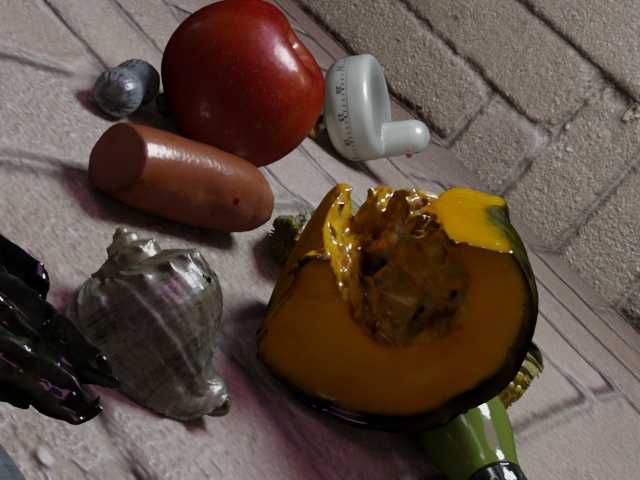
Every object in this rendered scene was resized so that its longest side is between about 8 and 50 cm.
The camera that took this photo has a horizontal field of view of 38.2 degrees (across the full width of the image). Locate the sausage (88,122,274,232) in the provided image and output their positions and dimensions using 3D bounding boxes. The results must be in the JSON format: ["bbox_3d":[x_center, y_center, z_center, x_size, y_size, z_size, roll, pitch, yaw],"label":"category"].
[{"bbox_3d":[-0.162,-0.072,1.162,0.259,0.113,0.113,16,30,-51],"label":"sausage"}]

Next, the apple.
[{"bbox_3d":[-0.119,-0.245,1.431,0.260,0.217,0.260,50,21,-27],"label":"apple"}]

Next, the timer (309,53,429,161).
[{"bbox_3d":[0.108,-0.284,1.995,0.233,0.240,0.233,-6,90,-73],"label":"timer"}]

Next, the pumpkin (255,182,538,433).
[{"bbox_3d":[0.086,0.067,1.041,0.304,0.256,0.225,4,30,5],"label":"pumpkin"}]

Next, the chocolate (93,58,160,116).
[{"bbox_3d":[-0.280,-0.224,1.346,0.072,0.072,0.167,38,18,-5],"label":"chocolate"}]

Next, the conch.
[{"bbox_3d":[-0.157,0.081,0.867,0.155,0.130,0.207,-19,80,-32],"label":"conch"}]

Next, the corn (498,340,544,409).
[{"bbox_3d":[0.171,0.124,1.300,0.305,0.123,0.122,36,2,-2],"label":"corn"}]

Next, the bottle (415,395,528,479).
[{"bbox_3d":[0.169,0.220,1.114,0.112,0.112,0.260,28,21,-32],"label":"bottle"}]

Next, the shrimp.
[{"bbox_3d":[-0.286,0.007,0.632,0.445,0.085,0.272,27,2,28],"label":"shrimp"}]

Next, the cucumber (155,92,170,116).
[{"bbox_3d":[-0.222,-0.228,1.526,0.043,0.039,0.163,61,20,-2],"label":"cucumber"}]

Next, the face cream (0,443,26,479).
[{"bbox_3d":[-0.212,0.165,0.547,0.269,0.073,0.107,46,12,17],"label":"face cream"}]

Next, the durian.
[{"bbox_3d":[0.000,0.000,1.279,0.208,0.147,0.102,-7,91,-79],"label":"durian"}]
